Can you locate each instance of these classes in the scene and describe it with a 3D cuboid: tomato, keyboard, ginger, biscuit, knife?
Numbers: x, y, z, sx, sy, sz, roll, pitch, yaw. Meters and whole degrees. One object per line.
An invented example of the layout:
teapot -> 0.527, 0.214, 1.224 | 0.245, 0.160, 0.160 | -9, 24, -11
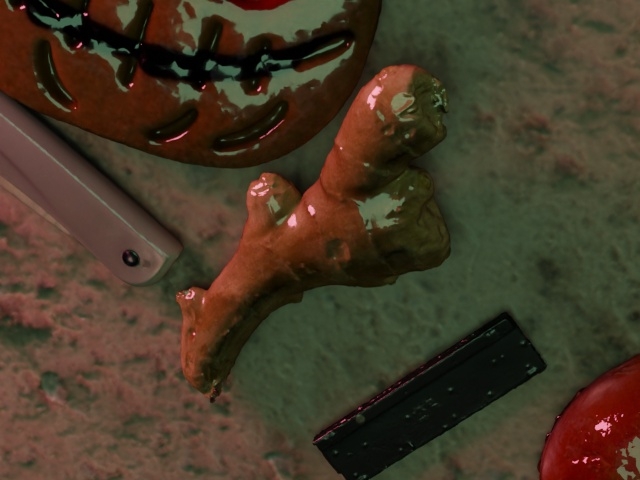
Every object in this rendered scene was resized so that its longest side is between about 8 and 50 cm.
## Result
tomato -> 0.280, 0.209, 1.439 | 0.228, 0.101, 0.228 | 3, 107, 10
keyboard -> 0.087, 0.130, 1.487 | 0.195, 0.018, 0.060 | -33, 105, 15
ginger -> 0.000, 0.000, 1.428 | 0.148, 0.081, 0.333 | 37, 120, -26
biscuit -> -0.126, -0.227, 1.398 | 0.367, 0.063, 0.314 | 22, 108, 2
knife -> -0.227, -0.057, 1.469 | 0.265, 0.040, 0.073 | 39, 115, -4
